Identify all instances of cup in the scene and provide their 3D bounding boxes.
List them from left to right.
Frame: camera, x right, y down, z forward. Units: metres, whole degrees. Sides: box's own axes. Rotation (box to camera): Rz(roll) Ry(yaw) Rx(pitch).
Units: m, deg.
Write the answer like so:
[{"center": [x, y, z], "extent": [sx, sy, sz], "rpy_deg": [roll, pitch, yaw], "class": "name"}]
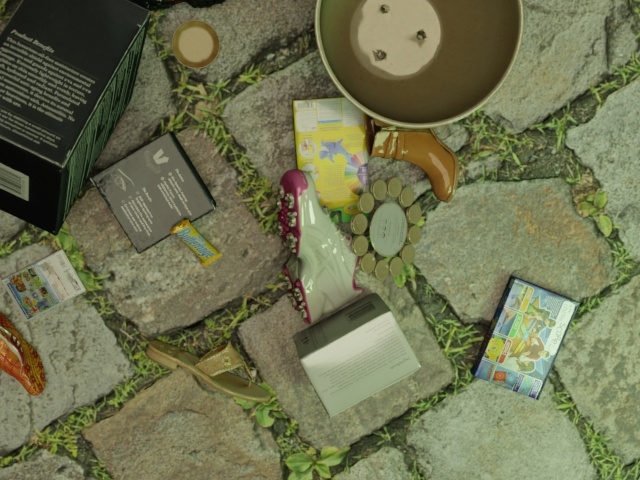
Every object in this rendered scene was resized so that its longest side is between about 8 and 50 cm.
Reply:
[{"center": [0.144, -0.353, 1.594], "extent": [0.331, 0.237, 0.330], "rpy_deg": [-1, 97, -5], "class": "cup"}]

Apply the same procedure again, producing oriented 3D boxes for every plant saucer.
[{"center": [-0.218, -0.343, 1.673], "extent": [0.084, 0.015, 0.083], "rpy_deg": [-1, 97, -5], "class": "plant saucer"}]

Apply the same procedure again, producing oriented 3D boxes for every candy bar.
[{"center": [-0.217, 0.004, 1.664], "extent": [0.040, 0.161, 0.018], "rpy_deg": [-31, 62, 2], "class": "candy bar"}]

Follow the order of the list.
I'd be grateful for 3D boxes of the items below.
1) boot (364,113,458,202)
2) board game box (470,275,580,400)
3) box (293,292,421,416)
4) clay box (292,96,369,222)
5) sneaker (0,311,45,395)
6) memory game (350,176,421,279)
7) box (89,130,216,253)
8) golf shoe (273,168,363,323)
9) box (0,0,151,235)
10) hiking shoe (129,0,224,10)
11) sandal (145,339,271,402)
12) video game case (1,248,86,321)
[{"center": [0.156, -0.155, 1.685], "extent": [0.153, 0.073, 0.197], "rpy_deg": [-9, 84, -26], "class": "boot"}, {"center": [0.382, 0.182, 1.789], "extent": [0.136, 0.035, 0.201], "rpy_deg": [22, 95, -8], "class": "board game box"}, {"center": [0.060, 0.196, 1.686], "extent": [0.182, 0.181, 0.119], "rpy_deg": [-29, 99, -1], "class": "box"}, {"center": [0.020, -0.143, 1.703], "extent": [0.128, 0.053, 0.221], "rpy_deg": [-4, 100, -4], "class": "clay box"}, {"center": [-0.552, 0.204, 1.700], "extent": [0.067, 0.064, 0.175], "rpy_deg": [-33, 94, 20], "class": "sneaker"}, {"center": [0.118, -0.021, 1.697], "extent": [0.186, 0.012, 0.186], "rpy_deg": [-6, 98, -43], "class": "memory game"}, {"center": [-0.287, -0.085, 1.661], "extent": [0.158, 0.093, 0.156], "rpy_deg": [-30, 99, 0], "class": "box"}, {"center": [0.000, 0.000, 1.667], "extent": [0.140, 0.115, 0.306], "rpy_deg": [-17, 128, -14], "class": "golf shoe"}, {"center": [-0.418, -0.211, 1.483], "extent": [0.183, 0.296, 0.294], "rpy_deg": [27, 65, -7], "class": "box"}, {"center": [-0.269, -0.457, 1.631], "extent": [0.227, 0.086, 0.114], "rpy_deg": [-2, 84, -11], "class": "hiking shoe"}, {"center": [-0.189, 0.211, 1.713], "extent": [0.240, 0.088, 0.079], "rpy_deg": [22, 101, -3], "class": "sandal"}, {"center": [-0.492, 0.080, 1.705], "extent": [0.122, 0.011, 0.087], "rpy_deg": [-28, 100, -1], "class": "video game case"}]
